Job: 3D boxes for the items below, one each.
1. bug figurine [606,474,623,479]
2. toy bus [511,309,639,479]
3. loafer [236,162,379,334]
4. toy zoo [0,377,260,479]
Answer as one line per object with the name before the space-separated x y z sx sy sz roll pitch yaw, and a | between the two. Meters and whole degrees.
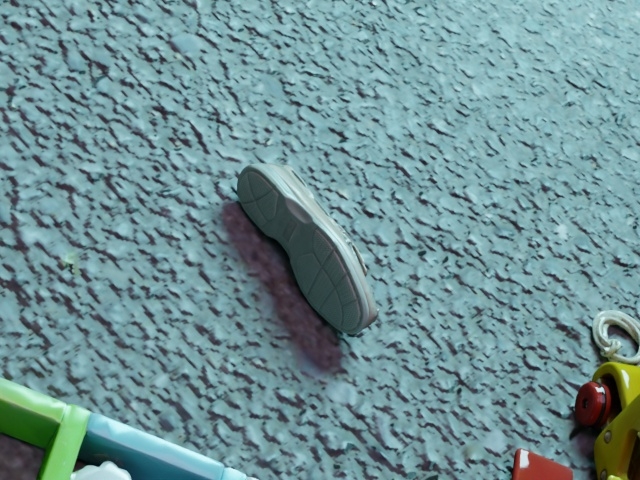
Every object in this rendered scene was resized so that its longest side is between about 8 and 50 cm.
bug figurine | 0.188 0.261 0.921 0.216 0.072 0.279 20 68 -24
toy bus | 0.223 0.122 1.093 0.202 0.104 0.191 45 46 10
loafer | 0.000 0.000 1.113 0.039 0.045 0.125 -16 60 -45
toy zoo | -0.069 0.193 0.923 0.293 0.030 0.192 23 46 -10
